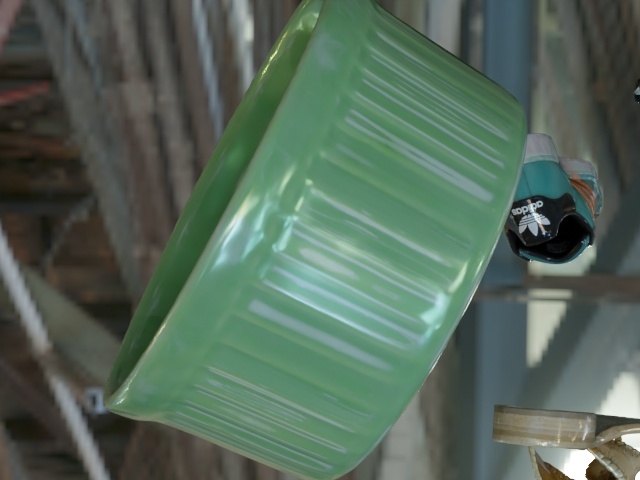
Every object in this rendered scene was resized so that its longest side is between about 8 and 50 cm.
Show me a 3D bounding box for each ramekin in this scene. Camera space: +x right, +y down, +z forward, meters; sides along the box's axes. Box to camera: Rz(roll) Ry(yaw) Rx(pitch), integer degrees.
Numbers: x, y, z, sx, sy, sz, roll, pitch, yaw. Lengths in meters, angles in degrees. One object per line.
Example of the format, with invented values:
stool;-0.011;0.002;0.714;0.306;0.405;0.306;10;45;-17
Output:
ramekin;0.000;0.000;1.146;0.148;0.303;0.303;27;178;-8

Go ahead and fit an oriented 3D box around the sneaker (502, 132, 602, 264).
sneaker;0.243;-0.025;1.998;0.108;0.121;0.302;-19;166;18

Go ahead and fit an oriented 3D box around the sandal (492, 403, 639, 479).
sandal;0.165;0.152;1.232;0.088;0.079;0.240;4;175;24

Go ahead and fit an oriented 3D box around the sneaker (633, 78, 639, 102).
sneaker;0.311;-0.071;1.495;0.094;0.151;0.256;-25;-165;12
